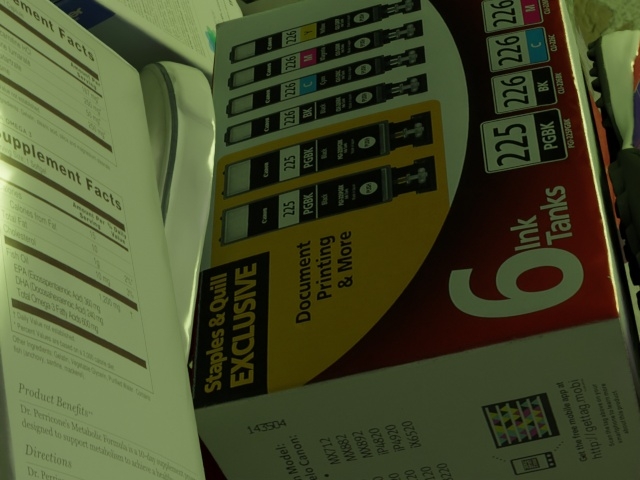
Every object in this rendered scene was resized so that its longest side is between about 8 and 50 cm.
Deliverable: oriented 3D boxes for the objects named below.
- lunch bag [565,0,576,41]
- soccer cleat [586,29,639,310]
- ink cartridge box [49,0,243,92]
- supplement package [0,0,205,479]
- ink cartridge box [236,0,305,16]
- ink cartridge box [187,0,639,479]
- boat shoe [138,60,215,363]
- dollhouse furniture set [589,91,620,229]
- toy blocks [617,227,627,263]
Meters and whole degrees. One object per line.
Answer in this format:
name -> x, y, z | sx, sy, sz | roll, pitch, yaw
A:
lunch bag -> 0.151, -0.287, 1.731 | 0.256, 0.212, 0.305 | 48, 28, -47
soccer cleat -> 0.210, -0.028, 0.875 | 0.318, 0.116, 0.109 | -84, 159, -58
ink cartridge box -> -0.136, -0.187, 1.028 | 0.311, 0.065, 0.186 | 30, 41, -67
supplement package -> -0.141, 0.033, 0.642 | 0.134, 0.139, 0.244 | 37, 37, -56
ink cartridge box -> -0.067, -0.253, 1.282 | 0.175, 0.072, 0.127 | 21, 50, -66
ink cartridge box -> 0.019, 0.004, 0.902 | 0.309, 0.272, 0.130 | -91, 163, -48
boat shoe -> -0.112, 0.000, 0.853 | 0.088, 0.096, 0.267 | 17, 48, -16
dollhouse furniture set -> 0.135, 0.029, 1.382 | 0.152, 0.201, 0.374 | 54, 30, -41
toy blocks -> 0.109, 0.149, 1.041 | 0.288, 0.260, 0.309 | 62, 19, -25
